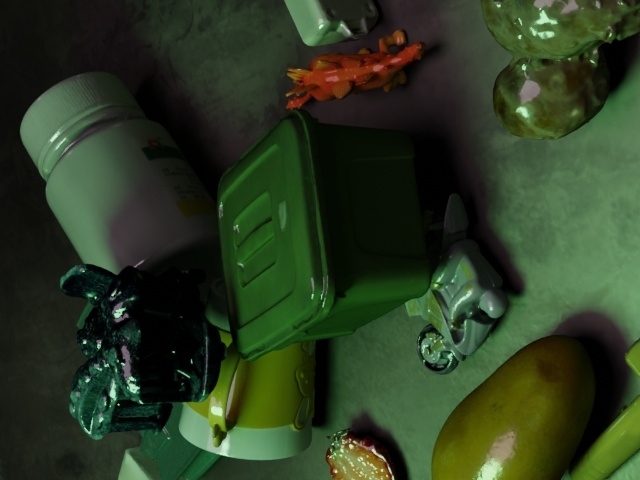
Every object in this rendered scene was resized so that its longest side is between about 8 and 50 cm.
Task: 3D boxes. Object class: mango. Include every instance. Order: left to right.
[{"bbox_3d":[0.220,0.225,1.707,0.175,0.139,0.254,-82,18,-49],"label":"mango"}]

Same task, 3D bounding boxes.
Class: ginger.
[{"bbox_3d":[0.221,-0.301,1.562,0.256,0.176,0.375,-35,73,64],"label":"ginger"}]

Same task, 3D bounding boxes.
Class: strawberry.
[{"bbox_3d":[0.066,0.311,2.007,0.152,0.048,0.104,47,126,12],"label":"strawberry"}]

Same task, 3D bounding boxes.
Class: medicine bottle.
[{"bbox_3d":[-0.284,-0.068,2.181,0.339,0.208,0.208,56,136,24],"label":"medicine bottle"}]

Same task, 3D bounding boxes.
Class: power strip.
[{"bbox_3d":[-0.030,-0.389,1.881,0.058,0.098,0.338,-39,70,50],"label":"power strip"}]

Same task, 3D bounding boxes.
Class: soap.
[{"bbox_3d":[-0.253,0.423,2.393,0.183,0.064,0.121,43,131,34],"label":"soap"}]

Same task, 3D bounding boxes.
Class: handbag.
[{"bbox_3d":[-0.245,0.195,2.302,0.326,0.089,0.238,58,137,19],"label":"handbag"}]

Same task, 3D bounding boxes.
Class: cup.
[{"bbox_3d":[-0.098,0.178,2.026,0.185,0.241,0.226,11,104,12],"label":"cup"}]

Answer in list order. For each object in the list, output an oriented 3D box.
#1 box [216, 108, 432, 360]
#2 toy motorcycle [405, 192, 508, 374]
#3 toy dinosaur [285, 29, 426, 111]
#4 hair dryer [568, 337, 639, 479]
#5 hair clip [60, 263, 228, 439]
[{"bbox_3d":[0.000,0.000,1.831,0.329,0.178,0.253,144,122,-65],"label":"box"},{"bbox_3d":[0.161,0.053,1.802,0.152,0.073,0.225,-3,98,47],"label":"toy motorcycle"},{"bbox_3d":[0.017,-0.202,1.864,0.288,0.117,0.070,-13,91,47],"label":"toy dinosaur"},{"bbox_3d":[0.356,0.203,1.620,0.135,0.090,0.278,55,142,20],"label":"hair dryer"},{"bbox_3d":[-0.240,0.136,1.963,0.310,0.194,0.206,139,129,-60],"label":"hair clip"}]
